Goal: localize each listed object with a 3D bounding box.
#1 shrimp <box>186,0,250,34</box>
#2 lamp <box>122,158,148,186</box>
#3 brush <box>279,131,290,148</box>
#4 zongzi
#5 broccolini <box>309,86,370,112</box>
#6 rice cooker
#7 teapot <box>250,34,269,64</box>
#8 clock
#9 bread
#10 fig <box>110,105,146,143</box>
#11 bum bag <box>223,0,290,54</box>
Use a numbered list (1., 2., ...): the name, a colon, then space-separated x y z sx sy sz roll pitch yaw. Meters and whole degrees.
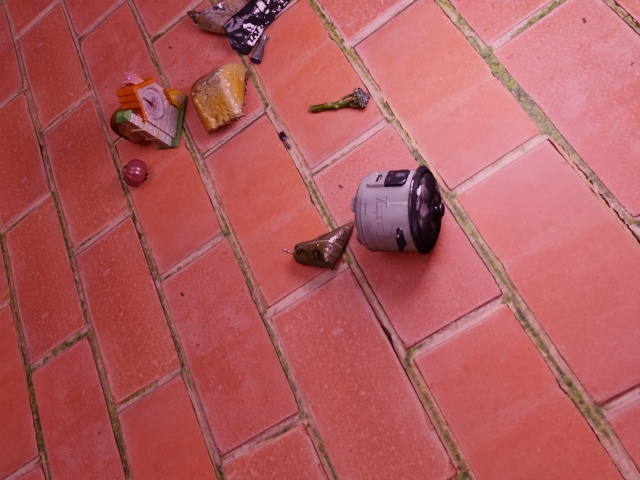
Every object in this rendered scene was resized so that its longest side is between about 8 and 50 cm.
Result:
1. shrimp: -0.391 -0.886 2.095 0.317 0.077 0.168 20 76 23
2. lamp: -0.704 -0.257 2.039 0.107 0.092 0.107 -39 41 46
3. brush: -0.121 -0.343 1.839 0.024 0.008 0.083 -33 64 9
4. zongzi: 0.000 0.000 1.661 0.189 0.081 0.178 7 56 41
5. broccolini: 0.055 -0.456 1.761 0.216 0.058 0.067 0 78 26
6. rice cooker: 0.226 -0.081 1.469 0.227 0.241 0.280 0 39 29
7. teapot: -0.221 -0.707 1.977 0.043 0.043 0.110 12 77 28
8. clock: -0.626 -0.489 1.978 0.106 0.255 0.220 -1 76 25
9. bread: -0.373 -0.525 1.930 0.204 0.162 0.262 -23 52 30
10. fig: -0.692 -0.494 2.095 0.159 0.159 0.257 27 67 29
11. bum bag: -0.238 -0.838 1.986 0.137 0.074 0.310 38 93 -11
